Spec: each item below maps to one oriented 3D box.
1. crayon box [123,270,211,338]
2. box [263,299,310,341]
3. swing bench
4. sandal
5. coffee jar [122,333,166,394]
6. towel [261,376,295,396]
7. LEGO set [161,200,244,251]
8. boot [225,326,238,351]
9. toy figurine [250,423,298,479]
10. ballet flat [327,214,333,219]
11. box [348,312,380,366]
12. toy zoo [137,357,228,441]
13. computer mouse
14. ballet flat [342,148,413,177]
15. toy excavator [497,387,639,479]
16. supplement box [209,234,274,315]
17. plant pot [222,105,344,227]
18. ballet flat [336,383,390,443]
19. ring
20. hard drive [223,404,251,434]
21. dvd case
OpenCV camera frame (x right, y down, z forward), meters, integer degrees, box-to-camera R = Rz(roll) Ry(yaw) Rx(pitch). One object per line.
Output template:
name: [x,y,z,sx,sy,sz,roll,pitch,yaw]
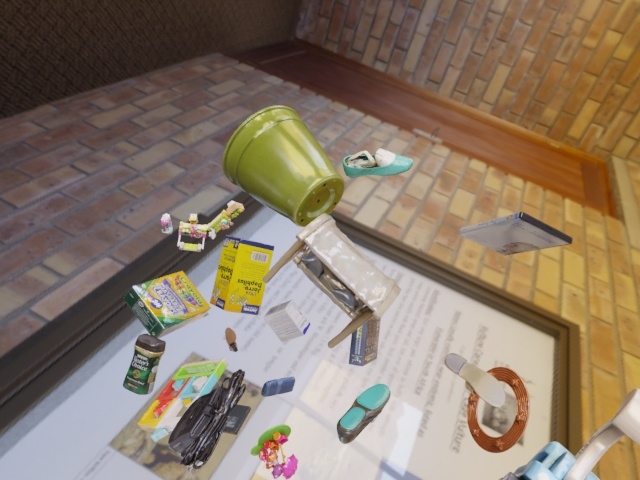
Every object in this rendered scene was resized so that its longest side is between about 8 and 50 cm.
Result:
crayon box: [-0.575,0.239,1.972,0.083,0.203,0.323,-46,169,25]
box: [-0.134,0.325,2.030,0.126,0.137,0.072,-24,-163,33]
swing bench: [0.036,0.088,1.211,0.165,0.253,0.254,-41,176,-38]
sandal: [0.533,0.486,1.747,0.088,0.240,0.079,-45,159,-18]
coffee jar: [-0.574,0.402,1.648,0.079,0.096,0.184,10,97,-73]
towel: [-0.149,0.514,1.779,0.120,0.029,0.067,0,120,-34]
LEGO set: [-0.392,-0.037,1.712,0.107,0.287,0.132,-97,176,-47]
boot: [-0.351,0.381,1.954,0.087,0.042,0.118,17,-56,66]
toy figurine: [-0.150,0.768,1.771,0.173,0.159,0.130,-40,136,4]
ballet flat: [0.000,0.000,1.799,0.070,0.070,0.188,77,25,-74]
box: [0.167,0.357,1.857,0.233,0.059,0.183,16,79,-70]
toy zoo: [-0.422,0.476,1.519,0.030,0.193,0.293,62,33,-21]
computer mouse: [-0.217,0.360,0.968,0.272,0.072,0.188,-39,-163,54]
ballet flat: [0.178,-0.258,1.661,0.087,0.248,0.083,55,45,-40]
toy excavator: [0.667,0.605,1.330,0.445,0.222,0.432,-42,154,-16]
supplement box: [-0.390,0.171,2.498,0.194,0.195,0.356,9,-94,56]
plant pot: [-0.107,-0.244,1.856,0.367,0.353,0.366,-35,153,-21]
ballet flat: [0.142,0.594,1.722,0.281,0.095,0.096,-24,128,-46]
ring: [0.694,0.668,2.009,0.336,0.032,0.336,-52,-154,39]
hard drive: [-0.355,0.730,2.064,0.135,0.094,0.022,-57,143,-54]
dvd case: [0.535,-0.013,1.402,0.253,0.181,0.022,-23,-134,66]
